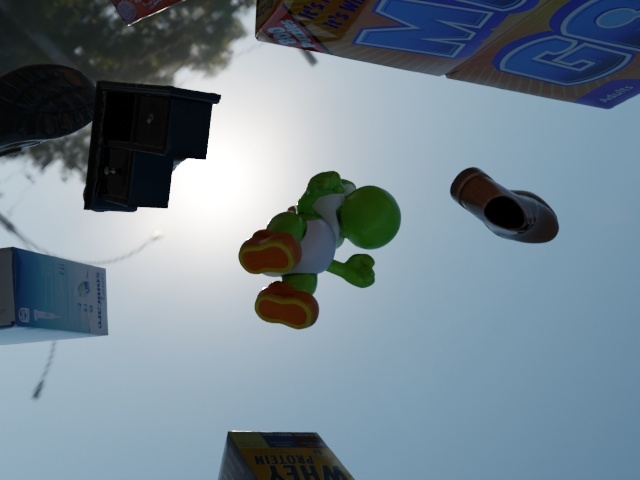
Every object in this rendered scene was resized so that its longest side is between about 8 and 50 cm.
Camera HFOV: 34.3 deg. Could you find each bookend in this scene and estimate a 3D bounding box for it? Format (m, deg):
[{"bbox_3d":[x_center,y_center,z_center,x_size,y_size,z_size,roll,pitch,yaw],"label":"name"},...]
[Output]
[{"bbox_3d":[-0.198,-0.101,1.202,0.156,0.072,0.157,14,-81,46],"label":"bookend"}]

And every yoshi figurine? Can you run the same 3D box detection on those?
[{"bbox_3d":[0.023,-0.008,1.706,0.203,0.203,0.362,-53,178,34],"label":"yoshi figurine"}]

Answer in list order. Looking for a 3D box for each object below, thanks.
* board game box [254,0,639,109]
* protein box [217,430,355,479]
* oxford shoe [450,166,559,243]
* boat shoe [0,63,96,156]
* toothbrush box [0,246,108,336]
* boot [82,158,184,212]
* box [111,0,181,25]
[{"bbox_3d":[0.178,-0.347,0.790,0.356,0.356,0.357,152,-56,-67],"label":"board game box"},{"bbox_3d":[-0.048,0.381,1.337,0.200,0.135,0.201,39,-60,60],"label":"protein box"},{"bbox_3d":[0.264,-0.029,1.405,0.076,0.212,0.076,-58,-137,15],"label":"oxford shoe"},{"bbox_3d":[-0.498,-0.187,1.602,0.324,0.123,0.120,-23,-176,-39],"label":"boat shoe"},{"bbox_3d":[-0.508,0.098,1.688,0.216,0.295,0.126,-7,-101,16],"label":"toothbrush box"},{"bbox_3d":[-0.276,-0.114,1.630,0.189,0.076,0.208,-36,-167,-18],"label":"boot"},{"bbox_3d":[-0.252,-0.460,1.625,0.122,0.128,0.257,-18,-150,23],"label":"box"}]
